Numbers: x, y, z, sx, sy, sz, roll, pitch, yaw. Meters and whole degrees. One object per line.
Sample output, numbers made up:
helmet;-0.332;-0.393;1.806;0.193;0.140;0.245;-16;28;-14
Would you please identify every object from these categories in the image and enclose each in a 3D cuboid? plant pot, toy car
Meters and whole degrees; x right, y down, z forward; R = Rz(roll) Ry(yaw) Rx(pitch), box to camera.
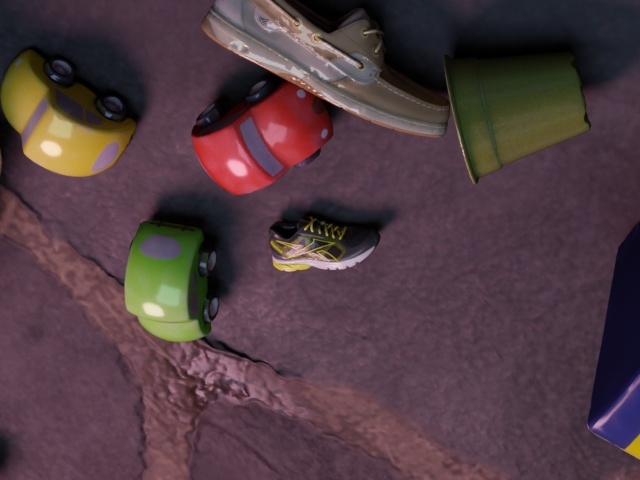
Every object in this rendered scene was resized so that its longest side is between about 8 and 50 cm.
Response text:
plant pot;0.125;-0.084;1.058;0.079;0.083;0.083;-12;122;10
toy car;-0.109;-0.014;1.173;0.239;0.053;0.225;8;124;16

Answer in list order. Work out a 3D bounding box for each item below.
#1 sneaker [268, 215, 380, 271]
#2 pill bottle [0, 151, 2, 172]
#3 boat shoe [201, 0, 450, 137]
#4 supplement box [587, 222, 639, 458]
sneaker;0.000;0.000;1.177;0.083;0.031;0.035;-10;121;22
pill bottle;-0.321;0.016;1.216;0.136;0.136;0.246;25;128;-2
boat shoe;0.012;-0.120;1.069;0.170;0.063;0.059;25;104;-9
supplement box;0.369;0.079;1.024;0.356;0.195;0.194;29;128;-5
